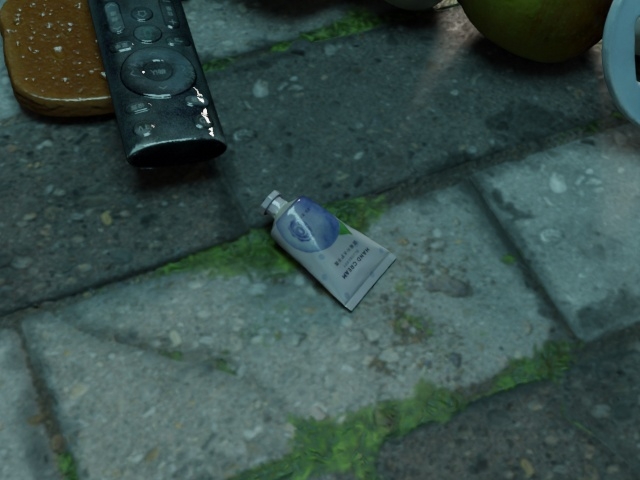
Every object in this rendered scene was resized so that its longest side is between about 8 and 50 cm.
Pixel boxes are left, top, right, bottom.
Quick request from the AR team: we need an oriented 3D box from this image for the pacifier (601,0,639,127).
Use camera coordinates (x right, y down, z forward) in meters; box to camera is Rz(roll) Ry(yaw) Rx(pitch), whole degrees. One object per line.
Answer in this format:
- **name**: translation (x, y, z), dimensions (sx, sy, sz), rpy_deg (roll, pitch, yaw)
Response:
- **pacifier**: translation (0.413, -0.222, 1.237), dimensions (0.279, 0.227, 0.207), rpy_deg (-13, 23, -19)

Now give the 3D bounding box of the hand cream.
- **hand cream**: translation (0.000, 0.000, 1.107), dimensions (0.142, 0.053, 0.084), rpy_deg (37, 59, 10)

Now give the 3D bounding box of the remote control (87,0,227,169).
- **remote control**: translation (-0.199, -0.232, 1.226), dimensions (0.107, 0.044, 0.377), rpy_deg (-11, 53, -12)

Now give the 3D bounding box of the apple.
- **apple**: translation (0.263, -0.313, 1.256), dimensions (0.207, 0.188, 0.174), rpy_deg (8, 53, -11)

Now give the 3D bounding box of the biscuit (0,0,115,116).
- **biscuit**: translation (-0.268, -0.217, 1.253), dimensions (0.186, 0.036, 0.192), rpy_deg (-11, 55, -14)

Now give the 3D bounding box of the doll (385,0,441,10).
- **doll**: translation (0.025, -0.400, 1.298), dimensions (0.370, 0.215, 0.226), rpy_deg (0, 54, 0)
